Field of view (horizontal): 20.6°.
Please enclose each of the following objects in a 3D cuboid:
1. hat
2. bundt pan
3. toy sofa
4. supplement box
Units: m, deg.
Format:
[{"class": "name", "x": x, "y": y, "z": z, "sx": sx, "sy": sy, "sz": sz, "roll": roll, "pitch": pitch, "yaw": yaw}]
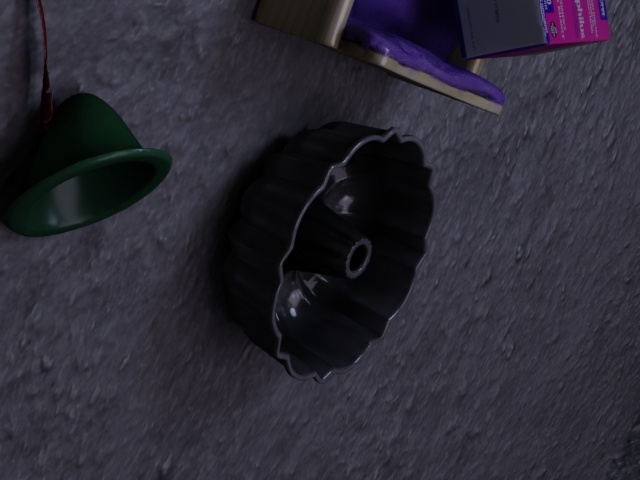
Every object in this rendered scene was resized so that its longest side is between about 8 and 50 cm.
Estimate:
[{"class": "hat", "x": -0.256, "y": -0.130, "z": 1.769, "sx": 0.173, "sy": 0.183, "sz": 0.208, "roll": -7, "pitch": 158, "yaw": -47}, {"class": "bundt pan", "x": 0.000, "y": 0.000, "z": 2.151, "sx": 0.331, "sy": 0.124, "sz": 0.331, "roll": -36, "pitch": 138, "yaw": -39}, {"class": "toy sofa", "x": 0.102, "y": -0.268, "z": 2.073, "sx": 0.362, "sy": 0.177, "sz": 0.150, "roll": 12, "pitch": 98, "yaw": -58}, {"class": "supplement box", "x": 0.255, "y": -0.283, "z": 2.114, "sx": 0.220, "sy": 0.114, "sz": 0.111, "roll": -15, "pitch": 96, "yaw": -61}]
